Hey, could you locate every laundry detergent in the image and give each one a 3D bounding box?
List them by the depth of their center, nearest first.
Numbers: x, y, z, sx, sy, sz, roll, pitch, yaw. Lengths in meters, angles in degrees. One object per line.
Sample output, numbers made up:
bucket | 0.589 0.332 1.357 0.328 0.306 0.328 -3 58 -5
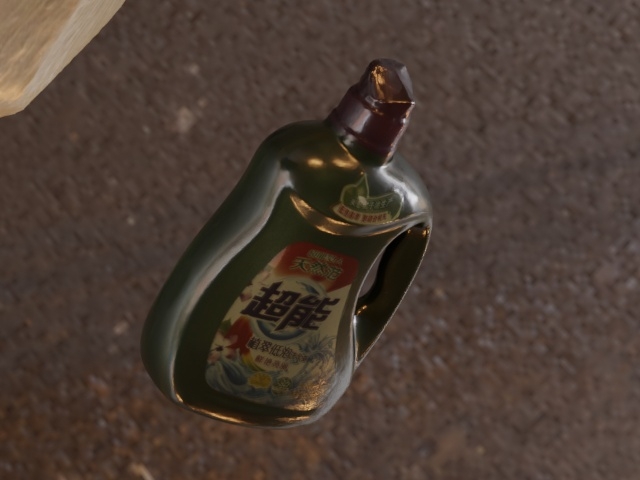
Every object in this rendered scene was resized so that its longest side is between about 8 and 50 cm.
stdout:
laundry detergent | 0.000 0.000 1.060 0.144 0.078 0.221 15 116 -38

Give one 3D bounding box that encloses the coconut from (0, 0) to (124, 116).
coconut | -0.161 -0.153 0.659 0.266 0.237 0.237 -10 141 13
